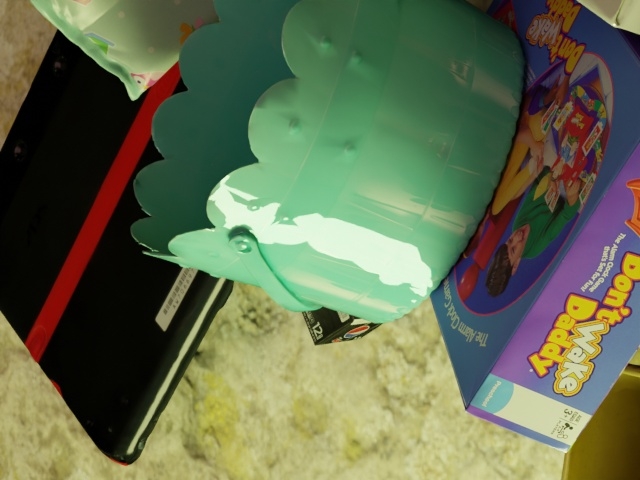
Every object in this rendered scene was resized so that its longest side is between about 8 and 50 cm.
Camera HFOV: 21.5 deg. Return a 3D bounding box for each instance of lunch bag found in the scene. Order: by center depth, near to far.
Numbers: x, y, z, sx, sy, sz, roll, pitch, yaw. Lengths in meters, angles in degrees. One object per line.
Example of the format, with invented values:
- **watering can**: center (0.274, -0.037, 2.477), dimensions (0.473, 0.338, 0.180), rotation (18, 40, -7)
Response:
- **lunch bag**: center (-0.136, -0.268, 1.376), dimensions (0.223, 0.160, 0.262), rotation (-42, 30, 7)

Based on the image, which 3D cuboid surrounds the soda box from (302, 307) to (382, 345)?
- **soda box**: center (0.000, 0.000, 1.411), dimensions (0.053, 0.060, 0.169), rotation (-35, 70, 40)

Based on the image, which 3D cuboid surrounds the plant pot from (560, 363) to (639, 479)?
- **plant pot**: center (0.292, 0.196, 1.113), dimensions (0.212, 0.187, 0.212), rotation (11, 96, 37)

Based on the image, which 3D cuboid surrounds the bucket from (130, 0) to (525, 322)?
- **bucket**: center (0.003, -0.082, 1.199), dimensions (0.281, 0.183, 0.281), rotation (-53, 23, 34)

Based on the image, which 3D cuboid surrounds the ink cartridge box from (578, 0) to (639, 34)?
- **ink cartridge box**: center (0.208, -0.231, 1.098), dimensions (0.307, 0.223, 0.129), rotation (49, 121, 48)

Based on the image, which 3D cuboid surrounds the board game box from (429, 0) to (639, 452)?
- **board game box**: center (0.158, -0.053, 1.154), dimensions (0.233, 0.078, 0.347), rotation (-59, 18, 22)

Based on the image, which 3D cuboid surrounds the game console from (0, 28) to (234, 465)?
- **game console**: center (-0.170, -0.047, 1.512), dimensions (0.342, 0.060, 0.386), rotation (46, 117, 37)
